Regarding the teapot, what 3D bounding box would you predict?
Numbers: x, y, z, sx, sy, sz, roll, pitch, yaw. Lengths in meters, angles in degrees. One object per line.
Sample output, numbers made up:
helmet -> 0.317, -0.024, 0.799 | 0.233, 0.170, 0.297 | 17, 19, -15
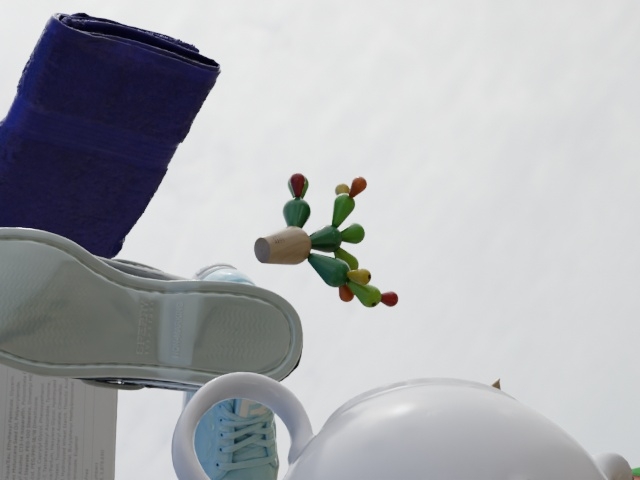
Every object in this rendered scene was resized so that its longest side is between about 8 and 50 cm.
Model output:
teapot -> 0.069, 0.175, 0.869 | 0.252, 0.187, 0.256 | -20, -46, 12

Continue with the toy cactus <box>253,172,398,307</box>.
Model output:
toy cactus -> 0.000, 0.000, 1.707 | 0.180, 0.219, 0.112 | -10, -22, -43

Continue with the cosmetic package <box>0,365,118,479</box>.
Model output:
cosmetic package -> -0.304, 0.192, 1.256 | 0.183, 0.152, 0.151 | 12, -23, -31

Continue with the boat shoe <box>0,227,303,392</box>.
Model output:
boat shoe -> -0.165, 0.067, 1.055 | 0.091, 0.302, 0.114 | 110, 175, -76

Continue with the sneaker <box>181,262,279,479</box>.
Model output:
sneaker -> -0.116, 0.219, 1.823 | 0.135, 0.150, 0.366 | -13, -80, -19

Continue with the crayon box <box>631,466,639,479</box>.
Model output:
crayon box -> 0.358, 0.379, 1.610 | 0.165, 0.081, 0.278 | -11, -40, -12

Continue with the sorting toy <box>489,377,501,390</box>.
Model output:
sorting toy -> 0.190, 0.209, 1.633 | 0.083, 0.012, 0.062 | -35, -43, -26

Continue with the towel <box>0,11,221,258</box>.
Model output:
towel -> -0.283, -0.124, 1.611 | 0.227, 0.076, 0.308 | 13, -60, -35
